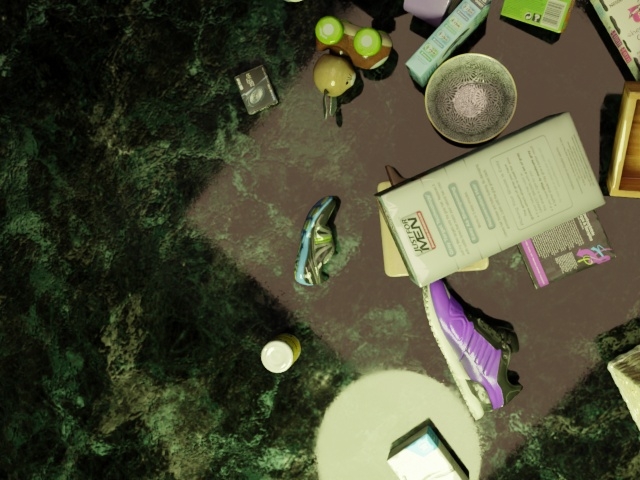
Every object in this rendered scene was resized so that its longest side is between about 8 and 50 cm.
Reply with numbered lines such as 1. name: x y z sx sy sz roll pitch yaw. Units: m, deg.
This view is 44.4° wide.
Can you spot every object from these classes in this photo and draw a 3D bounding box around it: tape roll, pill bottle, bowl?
1. tape roll: 0.235 -0.494 1.448 0.080 0.189 0.189 31 98 6
2. pill bottle: -0.076 0.223 1.583 0.065 0.116 0.065 1 94 9
3. bowl: 0.289 -0.269 1.508 0.170 0.080 0.170 1 94 10

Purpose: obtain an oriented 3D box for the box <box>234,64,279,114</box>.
1. box: -0.131 -0.309 1.609 0.067 0.018 0.083 -21 90 10

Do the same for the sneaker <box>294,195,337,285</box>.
1. sneaker: 0.000 0.000 1.591 0.078 0.067 0.188 13 94 -12

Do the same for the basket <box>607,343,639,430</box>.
1. basket: 0.747 0.312 1.373 0.328 0.266 0.331 -28 90 10

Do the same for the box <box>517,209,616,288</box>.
1. box: 0.472 0.010 1.520 0.162 0.029 0.116 -23 90 12

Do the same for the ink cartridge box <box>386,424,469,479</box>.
1. ink cartridge box: 0.229 0.479 1.574 0.104 0.060 0.180 -38 87 9

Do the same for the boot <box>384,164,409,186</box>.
1. boot: 0.185 -0.105 1.527 0.087 0.042 0.118 -21 89 8

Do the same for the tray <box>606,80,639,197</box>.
1. tray: 0.746 -0.170 1.403 0.411 0.076 0.203 5 120 10

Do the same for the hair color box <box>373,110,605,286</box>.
1. hair color box: 0.309 -0.077 1.455 0.374 0.113 0.185 -24 96 -2

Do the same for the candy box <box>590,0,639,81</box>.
1. candy box: 0.630 -0.395 1.445 0.159 0.071 0.233 -30 88 11

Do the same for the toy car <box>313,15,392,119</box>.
1. toy car: 0.046 -0.326 1.518 0.149 0.155 0.188 19 106 8

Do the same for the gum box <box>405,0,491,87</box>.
1. gum box: 0.240 -0.377 1.471 0.041 0.157 0.184 43 99 4

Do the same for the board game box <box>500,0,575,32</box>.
1. board game box: 0.429 -0.526 1.432 0.124 0.039 0.259 27 121 26

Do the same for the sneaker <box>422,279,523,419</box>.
1. sneaker: 0.305 0.190 1.531 0.146 0.102 0.293 -24 94 6

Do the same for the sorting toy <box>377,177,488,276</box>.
1. sorting toy: 0.223 -0.031 1.560 0.208 0.038 0.193 -5 92 15
